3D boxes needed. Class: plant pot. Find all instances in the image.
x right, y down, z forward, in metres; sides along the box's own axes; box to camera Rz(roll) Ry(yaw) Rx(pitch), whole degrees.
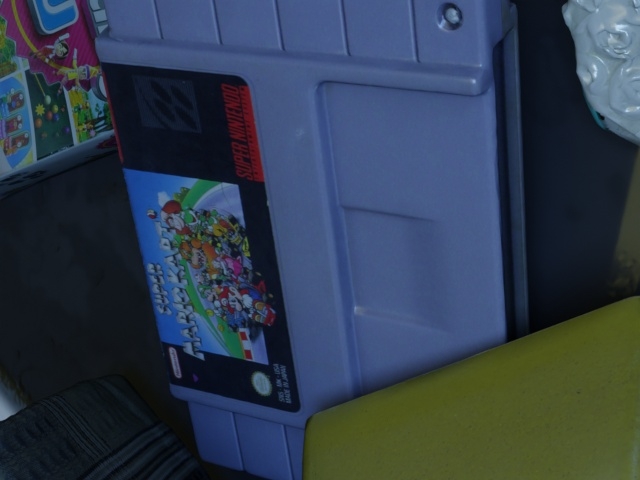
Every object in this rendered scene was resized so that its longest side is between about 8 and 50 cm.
[{"bbox_3d":[0.115,0.191,0.630,0.212,0.187,0.212,-24,120,29],"label":"plant pot"}]

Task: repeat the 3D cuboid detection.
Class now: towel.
[{"bbox_3d":[-0.055,0.208,0.681,0.056,0.324,0.312,-44,87,2],"label":"towel"}]

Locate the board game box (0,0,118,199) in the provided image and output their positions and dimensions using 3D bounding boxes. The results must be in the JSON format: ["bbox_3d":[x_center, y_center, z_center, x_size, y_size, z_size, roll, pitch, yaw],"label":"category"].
[{"bbox_3d":[-0.160,-0.168,0.840,0.303,0.097,0.224,-18,88,28],"label":"board game box"}]

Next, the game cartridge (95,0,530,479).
[{"bbox_3d":[0.000,0.000,0.718,0.230,0.068,0.355,7,123,24],"label":"game cartridge"}]

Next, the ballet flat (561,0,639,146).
[{"bbox_3d":[0.205,-0.230,0.592,0.147,0.147,0.409,11,100,27],"label":"ballet flat"}]
